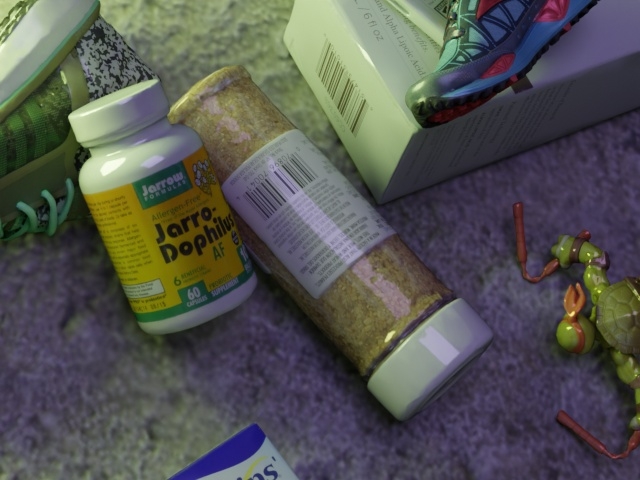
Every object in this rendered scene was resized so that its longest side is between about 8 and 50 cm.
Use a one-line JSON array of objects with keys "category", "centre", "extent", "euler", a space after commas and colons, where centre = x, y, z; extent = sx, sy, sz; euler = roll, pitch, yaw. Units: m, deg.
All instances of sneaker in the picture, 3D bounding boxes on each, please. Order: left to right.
[{"category": "sneaker", "centre": [-0.268, -0.056, 1.772], "extent": [0.182, 0.158, 0.410], "euler": [37, 65, -15]}, {"category": "sneaker", "centre": [0.141, -0.201, 1.772], "extent": [0.125, 0.104, 0.262], "euler": [51, 52, -6]}]

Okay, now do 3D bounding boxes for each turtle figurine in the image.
[{"category": "turtle figurine", "centre": [0.305, 0.060, 1.884], "extent": [0.217, 0.087, 0.269], "euler": [-14, 69, -20]}]

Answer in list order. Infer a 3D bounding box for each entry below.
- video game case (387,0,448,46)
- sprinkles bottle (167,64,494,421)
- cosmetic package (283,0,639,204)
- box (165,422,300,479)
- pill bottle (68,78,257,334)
[{"category": "video game case", "centre": [0.114, -0.298, 1.875], "extent": [0.183, 0.023, 0.201], "euler": [41, 62, 10]}, {"category": "sprinkles bottle", "centre": [0.000, 0.000, 1.815], "extent": [0.121, 0.121, 0.355], "euler": [-38, 79, -27]}, {"category": "cosmetic package", "centre": [0.185, -0.211, 1.945], "extent": [0.385, 0.156, 0.217], "euler": [-23, 70, -22]}, {"category": "box", "centre": [-0.072, 0.252, 1.703], "extent": [0.126, 0.072, 0.137], "euler": [-32, 76, -26]}, {"category": "pill bottle", "centre": [-0.144, -0.032, 1.749], "extent": [0.117, 0.117, 0.208], "euler": [-27, 103, -24]}]
